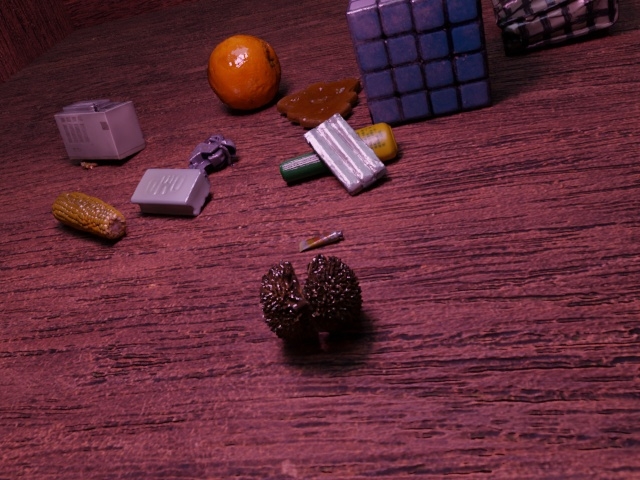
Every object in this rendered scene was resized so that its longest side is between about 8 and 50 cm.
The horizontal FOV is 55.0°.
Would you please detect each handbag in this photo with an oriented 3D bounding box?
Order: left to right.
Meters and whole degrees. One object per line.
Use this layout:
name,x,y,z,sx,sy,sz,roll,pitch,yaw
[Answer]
handbag,0.704,-0.716,1.885,0.327,0.162,0.325,-12,33,19

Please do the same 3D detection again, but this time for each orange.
orange,-0.251,-0.555,2.038,0.246,0.246,0.246,-12,35,9

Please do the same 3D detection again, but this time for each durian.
durian,-0.021,0.102,1.097,0.196,0.167,0.196,-30,1,1

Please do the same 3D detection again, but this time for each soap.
soap,-0.401,-0.132,1.659,0.198,0.066,0.119,4,61,29

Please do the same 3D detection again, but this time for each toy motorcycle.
toy motorcycle,-0.317,-0.224,1.766,0.122,0.080,0.215,7,53,29

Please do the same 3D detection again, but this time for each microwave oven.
microwave oven,-0.733,-0.373,2.046,0.240,0.194,0.145,4,26,29

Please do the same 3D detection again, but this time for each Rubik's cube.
Rubik's cube,0.276,-0.562,1.710,0.337,0.344,0.344,-10,37,15

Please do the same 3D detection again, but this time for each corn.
corn,-0.640,-0.075,1.688,0.310,0.101,0.101,13,46,39

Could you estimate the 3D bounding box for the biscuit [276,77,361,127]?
biscuit,0.000,-0.412,1.896,0.278,0.043,0.301,-13,37,4

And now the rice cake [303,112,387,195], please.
rice cake,0.061,-0.212,1.517,0.124,0.038,0.211,-33,68,1

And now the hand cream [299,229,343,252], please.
hand cream,0.000,0.000,1.360,0.102,0.022,0.035,-16,40,11

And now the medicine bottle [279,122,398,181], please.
medicine bottle,0.044,-0.219,1.585,0.309,0.076,0.111,-16,54,6

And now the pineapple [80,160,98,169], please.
pineapple,-0.785,-0.257,2.071,0.045,0.019,0.083,-34,39,-23
